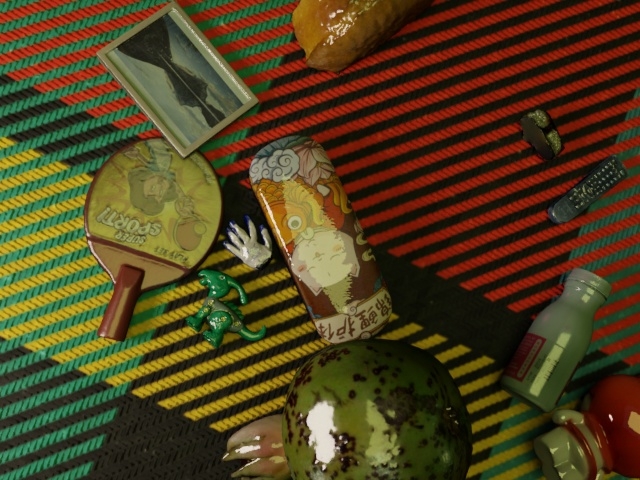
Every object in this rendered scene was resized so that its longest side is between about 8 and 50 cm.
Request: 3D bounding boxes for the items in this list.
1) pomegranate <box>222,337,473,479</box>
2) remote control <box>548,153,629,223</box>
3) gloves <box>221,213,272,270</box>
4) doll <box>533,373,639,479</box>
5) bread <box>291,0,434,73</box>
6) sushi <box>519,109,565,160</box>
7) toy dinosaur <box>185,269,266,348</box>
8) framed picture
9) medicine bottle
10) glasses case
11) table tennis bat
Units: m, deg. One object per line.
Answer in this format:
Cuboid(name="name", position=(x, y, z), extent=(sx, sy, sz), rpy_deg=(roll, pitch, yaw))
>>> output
Cuboid(name="pomegranate", position=(0.030, 0.278, 1.155), extent=(0.341, 0.285, 0.285), rpy_deg=(-17, 88, 24))
Cuboid(name="remote control", position=(0.422, -0.079, 1.335), extent=(0.152, 0.027, 0.043), rpy_deg=(-36, 85, -11))
Cuboid(name="gloves", position=(-0.105, 0.002, 1.254), extent=(0.086, 0.026, 0.064), rpy_deg=(42, 80, 2))
Cuboid(name="doll", position=(0.462, 0.279, 1.261), extent=(0.290, 0.130, 0.161), rpy_deg=(-20, 89, -15))
Cuboid(name="bread", position=(0.074, -0.367, 1.254), extent=(0.260, 0.134, 0.129), rpy_deg=(-39, 90, -9))
Cuboid(name="sushi", position=(0.353, -0.168, 1.332), extent=(0.046, 0.044, 0.083), rpy_deg=(-32, 92, -31))
Cuboid(name="toy dinosaur", position=(-0.139, 0.105, 1.227), extent=(0.132, 0.059, 0.096), rpy_deg=(35, 76, 4))
Cuboid(name="framed picture", position=(-0.211, -0.240, 1.249), extent=(0.150, 0.015, 0.203), rpy_deg=(-39, 89, -16))
Cuboid(name="medicine bottle", position=(0.361, 0.149, 1.275), extent=(0.090, 0.090, 0.216), rpy_deg=(34, 81, -4))
Cuboid(name="glasses case", position=(0.000, 0.000, 1.239), extent=(0.122, 0.082, 0.321), rpy_deg=(-24, 89, -11))
Cuboid(name="table tennis bat", position=(-0.255, -0.004, 1.229), extent=(0.200, 0.038, 0.310), rpy_deg=(18, 80, -5))
